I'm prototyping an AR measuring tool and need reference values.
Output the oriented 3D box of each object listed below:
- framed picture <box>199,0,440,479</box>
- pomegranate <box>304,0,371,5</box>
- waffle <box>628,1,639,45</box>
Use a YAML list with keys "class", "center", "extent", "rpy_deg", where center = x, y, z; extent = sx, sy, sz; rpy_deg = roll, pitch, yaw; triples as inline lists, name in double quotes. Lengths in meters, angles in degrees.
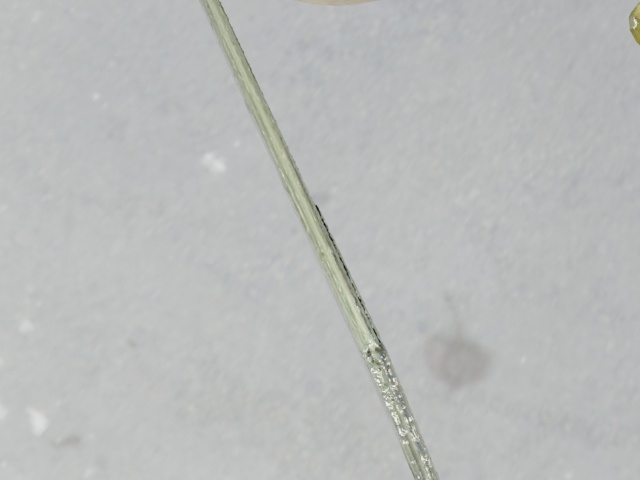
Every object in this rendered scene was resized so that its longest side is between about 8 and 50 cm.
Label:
- class: "framed picture"
  center: [0.000, 0.000, 0.754]
  extent: [0.010, 0.231, 0.173]
  rpy_deg: [-24, 145, 0]
- class: "pomegranate"
  center: [-0.003, -0.260, 0.940]
  extent: [0.252, 0.229, 0.270]
  rpy_deg: [22, 99, -12]
- class: "waffle"
  center: [0.234, -0.024, 0.629]
  extent: [0.245, 0.052, 0.254]
  rpy_deg: [7, 149, 48]
